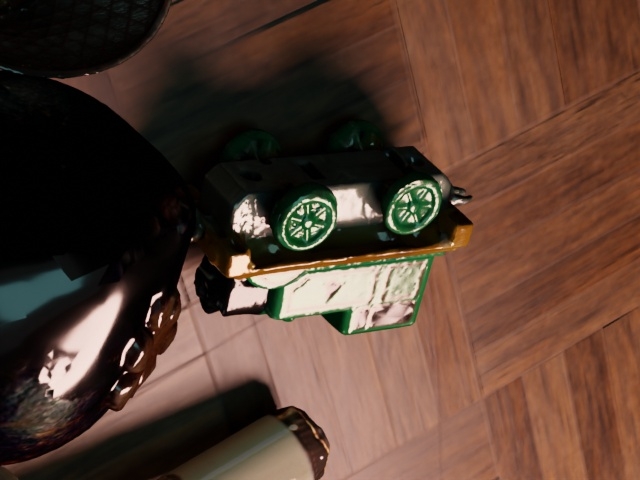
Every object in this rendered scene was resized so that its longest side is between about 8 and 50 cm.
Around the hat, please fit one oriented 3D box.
[{"bbox_3d":[-0.181,-0.153,0.840,0.193,0.082,0.193,18,56,-29],"label":"hat"}]

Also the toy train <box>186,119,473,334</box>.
[{"bbox_3d":[0.000,0.000,1.025,0.228,0.091,0.136,-9,125,-30],"label":"toy train"}]

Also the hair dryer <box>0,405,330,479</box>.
[{"bbox_3d":[-0.128,0.198,1.021,0.362,0.128,0.203,-28,122,-29],"label":"hair dryer"}]

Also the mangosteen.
[{"bbox_3d":[-0.186,0.008,0.816,0.243,0.243,0.243,-13,117,-28],"label":"mangosteen"}]
